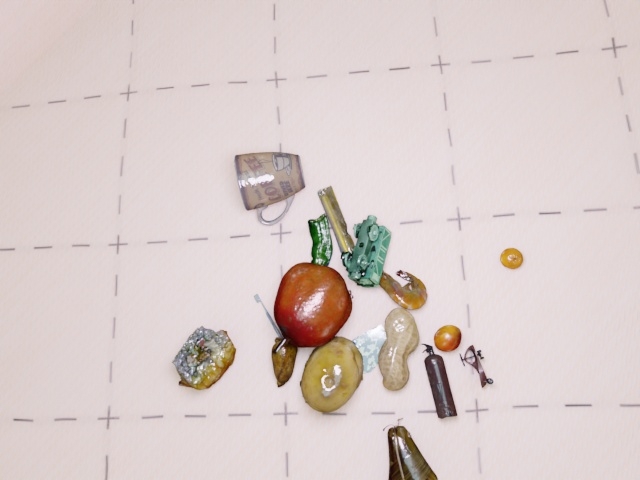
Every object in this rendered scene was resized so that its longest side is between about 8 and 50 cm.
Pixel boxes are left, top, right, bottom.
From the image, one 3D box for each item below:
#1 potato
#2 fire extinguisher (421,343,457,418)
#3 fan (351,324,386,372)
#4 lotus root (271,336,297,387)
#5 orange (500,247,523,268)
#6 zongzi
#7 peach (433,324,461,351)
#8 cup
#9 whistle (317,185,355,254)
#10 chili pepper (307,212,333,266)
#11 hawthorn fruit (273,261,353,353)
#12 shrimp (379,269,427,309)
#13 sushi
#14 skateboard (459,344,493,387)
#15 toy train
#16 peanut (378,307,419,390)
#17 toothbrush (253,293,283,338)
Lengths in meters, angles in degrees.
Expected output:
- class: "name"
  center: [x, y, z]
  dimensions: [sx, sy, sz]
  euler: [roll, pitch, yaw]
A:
- class: "potato"
  center: [0.038, 0.488, 1.608]
  dimensions: [0.242, 0.242, 0.285]
  euler: [41, 85, 13]
- class: "fire extinguisher"
  center: [0.420, 0.501, 1.627]
  dimensions: [0.072, 0.089, 0.267]
  euler: [-26, 71, 46]
- class: "fan"
  center: [0.168, 0.425, 1.711]
  dimensions: [0.131, 0.009, 0.240]
  euler: [42, 86, 15]
- class: "lotus root"
  center: [-0.136, 0.462, 1.698]
  dimensions: [0.094, 0.108, 0.190]
  euler: [-2, 87, 43]
- class: "orange"
  center: [0.719, 0.067, 1.696]
  dimensions: [0.083, 0.070, 0.083]
  euler: [-1, 82, 5]
- class: "zongzi"
  center: [0.249, 0.794, 1.578]
  dimensions: [0.241, 0.111, 0.247]
  euler: [-33, 71, 5]
- class: "peach"
  center: [0.468, 0.357, 1.646]
  dimensions: [0.101, 0.101, 0.100]
  euler: [-1, 78, 6]
- class: "cup"
  center: [-0.188, -0.212, 1.805]
  dimensions: [0.257, 0.227, 0.301]
  euler: [-10, 106, 0]
- class: "whistle"
  center: [0.070, -0.067, 1.806]
  dimensions: [0.068, 0.057, 0.326]
  euler: [-21, 76, 2]
- class: "chili pepper"
  center: [0.000, 0.001, 1.798]
  dimensions: [0.098, 0.061, 0.224]
  euler: [-4, 76, 11]
- class: "hawthorn fruit"
  center: [-0.056, 0.258, 1.622]
  dimensions: [0.285, 0.284, 0.369]
  euler: [32, 66, 12]
- class: "shrimp"
  center: [0.298, 0.166, 1.721]
  dimensions: [0.249, 0.068, 0.150]
  euler: [37, 54, 18]
- class: "sushi"
  center: [-0.447, 0.453, 1.709]
  dimensions: [0.184, 0.139, 0.274]
  euler: [35, 77, 14]
- class: "skateboard"
  center: [0.564, 0.459, 1.640]
  dimensions: [0.080, 0.067, 0.151]
  euler: [-21, 71, 12]
- class: "toy train"
  center: [0.170, 0.039, 1.700]
  dimensions: [0.115, 0.154, 0.269]
  euler: [1, 64, 35]
- class: "peanut"
  center: [0.286, 0.397, 1.650]
  dimensions: [0.136, 0.120, 0.298]
  euler: [11, 82, 14]
- class: "toothbrush"
  center: [-0.203, 0.305, 1.777]
  dimensions: [0.019, 0.016, 0.219]
  euler: [-34, 76, 0]
